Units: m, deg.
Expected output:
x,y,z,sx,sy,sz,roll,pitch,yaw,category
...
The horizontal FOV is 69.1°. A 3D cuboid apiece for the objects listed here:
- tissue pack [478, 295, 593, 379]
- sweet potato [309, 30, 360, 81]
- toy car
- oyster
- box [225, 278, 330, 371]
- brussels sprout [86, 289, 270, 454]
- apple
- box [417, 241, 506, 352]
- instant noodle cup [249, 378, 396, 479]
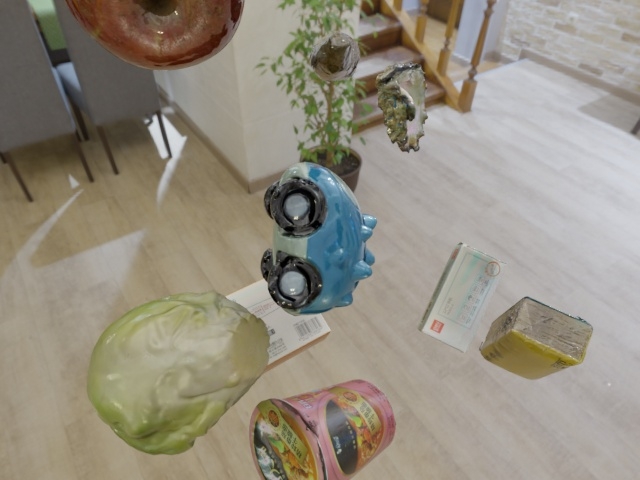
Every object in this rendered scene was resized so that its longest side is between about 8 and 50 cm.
x,y,z,sx,sy,sz,roll,pitch,yaw,category
0.585,0.284,1.293,0.193,0.270,0.133,26,67,12,tissue pack
0.019,-0.266,0.677,0.076,0.075,0.273,5,23,4,sweet potato
0.000,0.000,0.769,0.190,0.254,0.188,1,6,-10,toy car
0.207,-0.329,1.140,0.092,0.260,0.198,8,85,23,oyster
-0.143,0.215,1.206,0.274,0.091,0.220,-22,69,-22,box
-0.234,0.212,0.772,0.274,0.317,0.242,-21,91,-35,brussels sprout
-0.185,-0.296,0.519,0.202,0.201,0.162,-9,55,-10,apple
0.378,0.151,1.244,0.135,0.079,0.269,25,88,1,box
0.018,0.406,0.980,0.255,0.243,0.244,-9,39,-43,instant noodle cup
